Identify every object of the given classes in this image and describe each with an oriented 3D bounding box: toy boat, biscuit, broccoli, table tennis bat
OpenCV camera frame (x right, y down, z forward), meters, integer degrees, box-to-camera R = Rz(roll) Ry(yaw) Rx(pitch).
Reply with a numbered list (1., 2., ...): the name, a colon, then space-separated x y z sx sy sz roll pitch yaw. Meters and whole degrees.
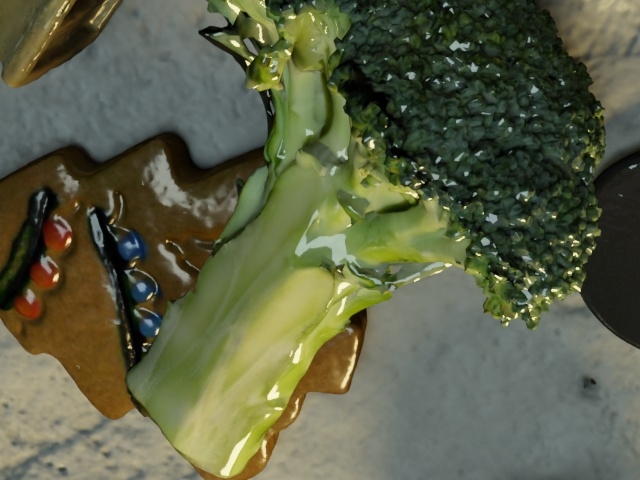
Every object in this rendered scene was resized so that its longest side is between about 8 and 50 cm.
1. toy boat: -0.134 -0.183 0.941 0.061 0.116 0.188 41 123 0
2. biscuit: -0.118 0.038 1.100 0.301 0.043 0.278 15 121 9
3. broccoli: 0.022 0.008 0.932 0.252 0.221 0.361 16 122 6
4. table tennis bat: 0.228 -0.024 0.968 0.150 0.027 0.236 9 122 13
